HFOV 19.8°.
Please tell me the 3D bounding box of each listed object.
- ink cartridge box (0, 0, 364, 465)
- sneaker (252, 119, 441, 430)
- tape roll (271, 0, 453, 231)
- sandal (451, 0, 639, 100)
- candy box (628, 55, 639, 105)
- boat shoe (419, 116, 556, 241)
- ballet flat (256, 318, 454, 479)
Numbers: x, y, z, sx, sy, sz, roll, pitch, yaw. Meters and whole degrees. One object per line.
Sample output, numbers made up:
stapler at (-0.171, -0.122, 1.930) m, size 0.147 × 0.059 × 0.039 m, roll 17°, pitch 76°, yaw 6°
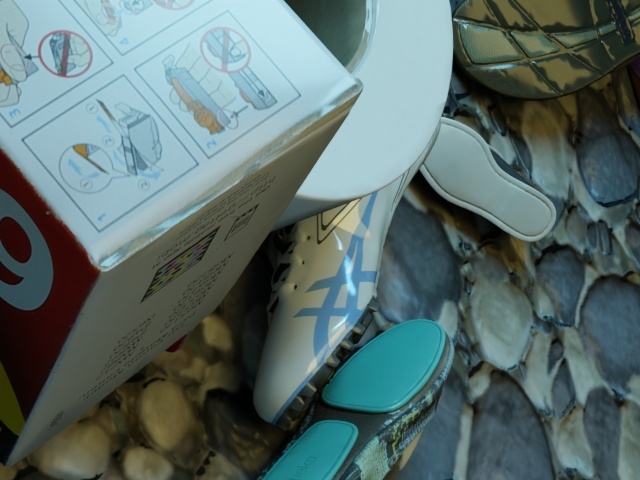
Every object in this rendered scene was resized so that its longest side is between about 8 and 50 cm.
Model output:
ink cartridge box at (-0.165, -0.079, 0.733) m, size 0.130 × 0.272 × 0.309 m, roll -37°, pitch 81°, yaw -30°
sneaker at (0.000, 0.000, 1.049) m, size 0.086 × 0.085 × 0.237 m, roll 24°, pitch 60°, yaw -7°
tape roll at (-0.074, -0.115, 0.941) m, size 0.246 × 0.169 × 0.246 m, roll 17°, pitch 65°, yaw -40°
sandal at (0.177, -0.154, 1.278) m, size 0.219 × 0.060 × 0.090 m, roll -25°, pitch 96°, yaw -29°
candy box at (0.296, -0.099, 1.348) m, size 0.053 × 0.109 × 0.186 m, roll -12°, pitch 85°, yaw -46°
boat shoe at (0.100, -0.043, 1.185) m, size 0.125 × 0.038 × 0.046 m, roll 30°, pitch 98°, yaw -28°
ballet flat at (0.020, 0.118, 1.039) m, size 0.188 × 0.070 × 0.070 m, roll -43°, pitch 106°, yaw -42°
